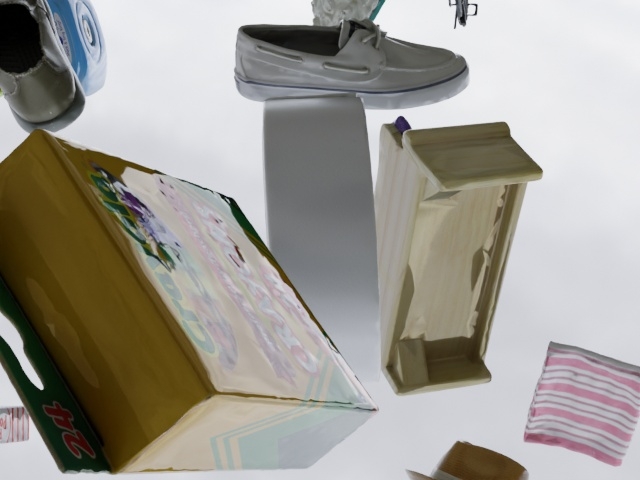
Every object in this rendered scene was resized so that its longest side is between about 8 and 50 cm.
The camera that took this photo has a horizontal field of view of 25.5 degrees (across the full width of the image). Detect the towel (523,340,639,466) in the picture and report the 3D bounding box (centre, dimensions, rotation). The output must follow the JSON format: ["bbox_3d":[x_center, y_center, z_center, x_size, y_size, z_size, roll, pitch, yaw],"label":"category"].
[{"bbox_3d":[0.355,0.221,1.887,0.144,0.197,0.029,14,-135,8],"label":"towel"}]

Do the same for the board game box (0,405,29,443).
[{"bbox_3d":[-0.464,0.217,1.660,0.194,0.045,0.147,-3,175,22],"label":"board game box"}]

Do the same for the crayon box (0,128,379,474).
[{"bbox_3d":[-0.097,0.046,0.892,0.202,0.081,0.318,55,-166,19],"label":"crayon box"}]

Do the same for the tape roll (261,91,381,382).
[{"bbox_3d":[0.000,0.000,1.383,0.100,0.286,0.286,-4,-148,0],"label":"tape roll"}]

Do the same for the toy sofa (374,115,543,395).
[{"bbox_3d":[0.159,0.014,1.874,0.150,0.362,0.177,-6,-144,-21],"label":"toy sofa"}]

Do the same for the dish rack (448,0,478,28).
[{"bbox_3d":[0.118,-0.346,1.409,0.074,0.208,0.271,-4,-142,11],"label":"dish rack"}]

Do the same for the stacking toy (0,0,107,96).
[{"bbox_3d":[-0.469,-0.260,2.008,0.302,0.175,0.166,-14,-170,8],"label":"stacking toy"}]

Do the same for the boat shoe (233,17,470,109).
[{"bbox_3d":[0.035,-0.208,1.593,0.268,0.088,0.096,3,-144,6],"label":"boat shoe"}]

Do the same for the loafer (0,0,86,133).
[{"bbox_3d":[-0.301,-0.213,1.361,0.094,0.087,0.251,-32,-121,-10],"label":"loafer"}]

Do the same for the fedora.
[{"bbox_3d":[0.204,0.304,1.794,0.194,0.079,0.194,23,173,3],"label":"fedora"}]

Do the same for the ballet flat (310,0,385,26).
[{"bbox_3d":[0.065,-0.442,1.774,0.147,0.408,0.147,27,-179,-1],"label":"ballet flat"}]
